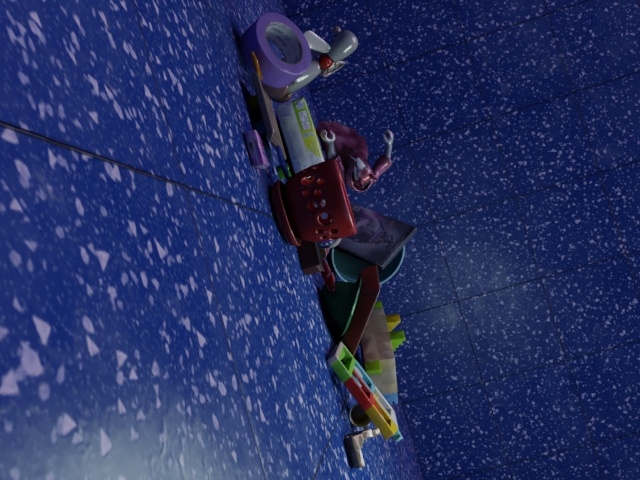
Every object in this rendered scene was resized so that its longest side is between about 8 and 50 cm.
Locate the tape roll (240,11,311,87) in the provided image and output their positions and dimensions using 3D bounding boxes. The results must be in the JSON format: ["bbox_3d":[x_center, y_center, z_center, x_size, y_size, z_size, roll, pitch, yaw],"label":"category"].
[{"bbox_3d":[-0.122,-0.523,1.715,0.189,0.080,0.188,17,62,-36],"label":"tape roll"}]

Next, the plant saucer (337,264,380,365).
[{"bbox_3d":[0.106,0.214,1.853,0.258,0.048,0.259,-78,-171,-76],"label":"plant saucer"}]

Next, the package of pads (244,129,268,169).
[{"bbox_3d":[-0.142,-0.201,1.387,0.050,0.032,0.083,25,49,-85],"label":"package of pads"}]

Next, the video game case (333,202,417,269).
[{"bbox_3d":[0.152,-0.019,2.060,0.274,0.196,0.026,23,-34,36],"label":"video game case"}]

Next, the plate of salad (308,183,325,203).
[{"bbox_3d":[-0.001,-0.138,1.872,0.200,0.048,0.200,31,-2,1],"label":"plate of salad"}]

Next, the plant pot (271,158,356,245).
[{"bbox_3d":[-0.017,-0.083,1.509,0.191,0.174,0.191,-17,90,-83],"label":"plant pot"}]

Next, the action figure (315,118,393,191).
[{"bbox_3d":[0.082,-0.234,1.939,0.370,0.248,0.275,-110,-151,-56],"label":"action figure"}]

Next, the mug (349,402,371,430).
[{"bbox_3d":[0.105,0.474,1.680,0.064,0.062,0.078,94,8,-85],"label":"mug"}]

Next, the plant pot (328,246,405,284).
[{"bbox_3d":[0.142,0.005,2.313,0.255,0.272,0.271,-128,-162,-68],"label":"plant pot"}]

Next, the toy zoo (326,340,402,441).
[{"bbox_3d":[0.124,0.408,1.647,0.293,0.030,0.192,53,6,3],"label":"toy zoo"}]

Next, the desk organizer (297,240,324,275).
[{"bbox_3d":[-0.032,0.023,1.652,0.047,0.050,0.130,61,14,-62],"label":"desk organizer"}]

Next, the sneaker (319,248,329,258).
[{"bbox_3d":[0.000,0.000,2.003,0.067,0.042,0.118,-19,99,-79],"label":"sneaker"}]

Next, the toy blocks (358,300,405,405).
[{"bbox_3d":[0.196,0.423,2.138,0.381,0.191,0.260,-95,177,-63],"label":"toy blocks"}]

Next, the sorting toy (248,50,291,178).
[{"bbox_3d":[-0.144,-0.313,1.605,0.196,0.047,0.347,61,14,-77],"label":"sorting toy"}]

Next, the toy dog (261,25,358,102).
[{"bbox_3d":[-0.066,-0.558,1.904,0.161,0.334,0.220,56,-17,-5],"label":"toy dog"}]

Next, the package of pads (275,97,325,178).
[{"bbox_3d":[-0.060,-0.297,1.912,0.296,0.101,0.229,-107,179,-86],"label":"package of pads"}]

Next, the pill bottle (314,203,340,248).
[{"bbox_3d":[0.010,-0.036,1.868,0.186,0.112,0.112,46,28,-73],"label":"pill bottle"}]

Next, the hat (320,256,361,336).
[{"bbox_3d":[0.008,0.151,1.788,0.173,0.184,0.208,113,-4,-55],"label":"hat"}]

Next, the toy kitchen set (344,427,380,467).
[{"bbox_3d":[0.099,0.501,1.505,0.068,0.083,0.075,-32,-111,54],"label":"toy kitchen set"}]
